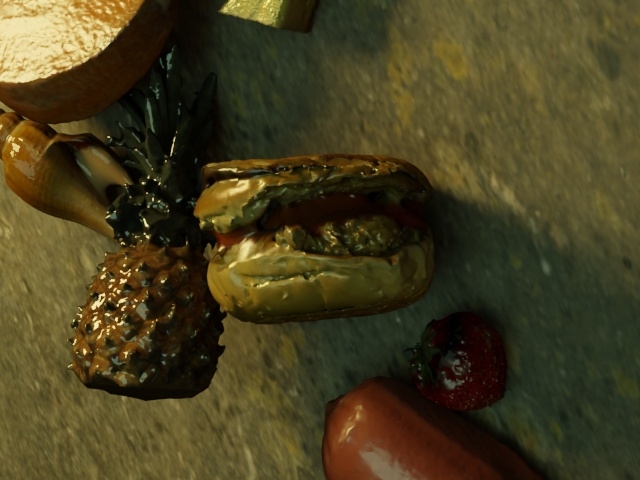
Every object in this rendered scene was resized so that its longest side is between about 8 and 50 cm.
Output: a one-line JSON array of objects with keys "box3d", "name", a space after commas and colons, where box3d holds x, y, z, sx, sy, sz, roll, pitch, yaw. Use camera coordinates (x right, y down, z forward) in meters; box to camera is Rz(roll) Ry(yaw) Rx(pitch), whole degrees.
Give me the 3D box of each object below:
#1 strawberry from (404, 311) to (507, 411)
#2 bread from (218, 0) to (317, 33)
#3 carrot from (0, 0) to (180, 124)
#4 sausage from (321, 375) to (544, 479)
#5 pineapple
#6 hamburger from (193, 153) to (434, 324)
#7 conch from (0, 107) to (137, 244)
[{"box3d": [0.143, 0.123, 0.927, 0.106, 0.106, 0.106, 6, 103, 25], "name": "strawberry"}, {"box3d": [-0.047, -0.268, 0.938, 0.080, 0.084, 0.109, 22, 110, 19], "name": "bread"}, {"box3d": [-0.276, -0.258, 1.006, 0.307, 0.100, 0.258, 9, 82, 29], "name": "carrot"}, {"box3d": [0.107, 0.240, 0.939, 0.254, 0.148, 0.148, 38, 114, 12], "name": "sausage"}, {"box3d": [-0.163, -0.016, 0.982, 0.165, 0.165, 0.365, -6, 68, 27], "name": "pineapple"}, {"box3d": [0.000, 0.000, 0.891, 0.244, 0.244, 0.163, 1, 92, 26], "name": "hamburger"}, {"box3d": [-0.269, -0.052, 1.098, 0.330, 0.093, 0.109, 40, 80, -9], "name": "conch"}]
